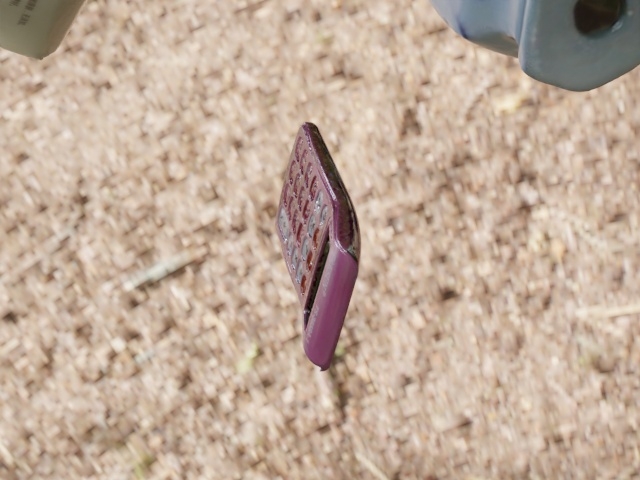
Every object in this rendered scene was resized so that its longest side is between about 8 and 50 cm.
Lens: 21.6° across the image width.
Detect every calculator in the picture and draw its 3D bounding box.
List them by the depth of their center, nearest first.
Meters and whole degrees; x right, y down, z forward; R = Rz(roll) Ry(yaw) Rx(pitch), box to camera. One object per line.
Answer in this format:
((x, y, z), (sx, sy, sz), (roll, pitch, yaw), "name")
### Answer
((0.000, 0.000, 1.392), (0.034, 0.127, 0.190), (1, 40, -16), "calculator")

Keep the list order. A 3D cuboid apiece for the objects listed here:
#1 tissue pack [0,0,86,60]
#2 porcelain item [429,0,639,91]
((-0.308, -0.345, 1.582), (0.266, 0.356, 0.194), (25, 66, -14), "tissue pack")
((0.209, -0.328, 1.775), (0.178, 0.243, 0.405), (-6, 34, -17), "porcelain item")
